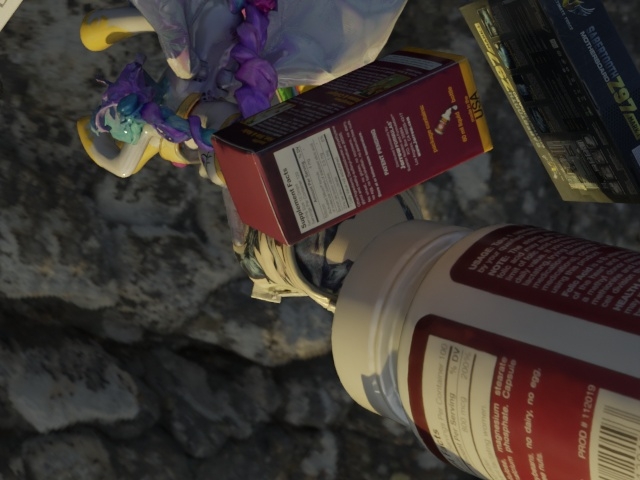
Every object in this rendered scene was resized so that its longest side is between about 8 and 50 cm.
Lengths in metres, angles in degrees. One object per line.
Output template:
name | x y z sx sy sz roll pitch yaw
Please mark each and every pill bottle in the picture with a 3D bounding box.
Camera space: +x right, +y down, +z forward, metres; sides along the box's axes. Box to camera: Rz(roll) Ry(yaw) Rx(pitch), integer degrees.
pill bottle | 0.208 0.109 1.048 0.224 0.392 0.224 -14 111 -40

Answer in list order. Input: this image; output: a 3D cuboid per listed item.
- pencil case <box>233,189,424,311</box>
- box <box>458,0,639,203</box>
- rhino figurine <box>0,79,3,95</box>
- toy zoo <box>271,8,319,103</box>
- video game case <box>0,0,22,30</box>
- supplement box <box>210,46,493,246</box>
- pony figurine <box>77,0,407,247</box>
pencil case | 0.000 0.000 1.547 0.160 0.410 0.184 5 91 -13
box | 0.237 -0.146 1.205 0.059 0.183 0.233 -32 99 -11
rhino figurine | -0.199 -0.164 0.667 0.073 0.106 0.243 49 57 -65
toy zoo | -0.045 -0.266 1.667 0.030 0.293 0.192 -19 69 -9
video game case | -0.278 -0.183 0.834 0.157 0.019 0.143 29 120 -29
supplement box | 0.024 -0.077 0.985 0.188 0.104 0.081 -26 111 -16
pony figurine | -0.103 -0.192 1.227 0.302 0.363 0.351 14 94 -35
